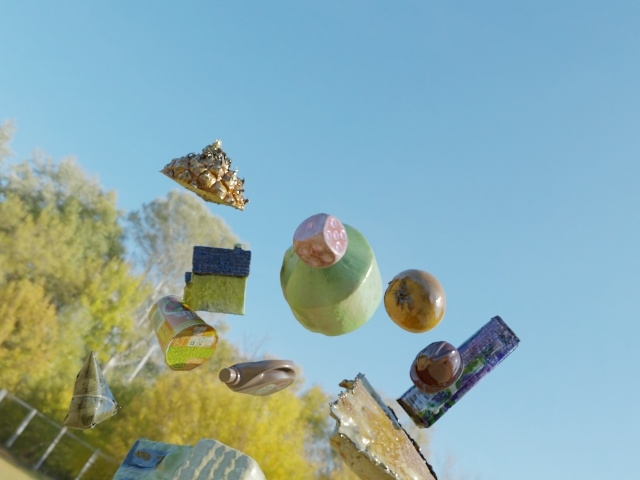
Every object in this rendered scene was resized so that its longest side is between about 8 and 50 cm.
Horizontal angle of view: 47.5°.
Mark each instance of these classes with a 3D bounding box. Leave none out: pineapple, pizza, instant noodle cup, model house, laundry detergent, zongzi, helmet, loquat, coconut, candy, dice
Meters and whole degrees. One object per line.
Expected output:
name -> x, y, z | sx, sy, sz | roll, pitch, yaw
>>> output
pineapple -> -0.284, -0.186, 1.922 | 0.250, 0.164, 0.140 | 33, -2, -6
pizza -> 0.154, 0.448, 1.430 | 0.392, 0.080, 0.435 | 50, 9, 7
instant noodle cup -> -0.406, 0.255, 2.091 | 0.185, 0.168, 0.168 | 43, -12, 44
model house -> -0.320, 0.106, 2.245 | 0.194, 0.211, 0.170 | 7, 9, -9
laundry detergent -> -0.170, 0.375, 2.055 | 0.171, 0.076, 0.237 | -28, -27, 19
model house -> -0.193, 0.409, 1.061 | 0.235, 0.193, 0.174 | -5, -65, 25
zongzi -> -0.597, 0.389, 1.952 | 0.094, 0.204, 0.205 | 6, -4, 6
helmet -> 0.218, 0.227, 1.355 | 0.089, 0.111, 0.057 | 38, -23, 24
loquat -> 0.208, 0.131, 1.593 | 0.141, 0.141, 0.141 | 26, -26, 14
coconut -> 0.025, 0.097, 2.002 | 0.282, 0.328, 0.328 | 2, -36, 23
candy -> 0.307, 0.289, 1.603 | 0.088, 0.312, 0.061 | 51, -21, 10
dice -> 0.000, 0.000, 1.631 | 0.093, 0.094, 0.091 | -17, -54, 35
